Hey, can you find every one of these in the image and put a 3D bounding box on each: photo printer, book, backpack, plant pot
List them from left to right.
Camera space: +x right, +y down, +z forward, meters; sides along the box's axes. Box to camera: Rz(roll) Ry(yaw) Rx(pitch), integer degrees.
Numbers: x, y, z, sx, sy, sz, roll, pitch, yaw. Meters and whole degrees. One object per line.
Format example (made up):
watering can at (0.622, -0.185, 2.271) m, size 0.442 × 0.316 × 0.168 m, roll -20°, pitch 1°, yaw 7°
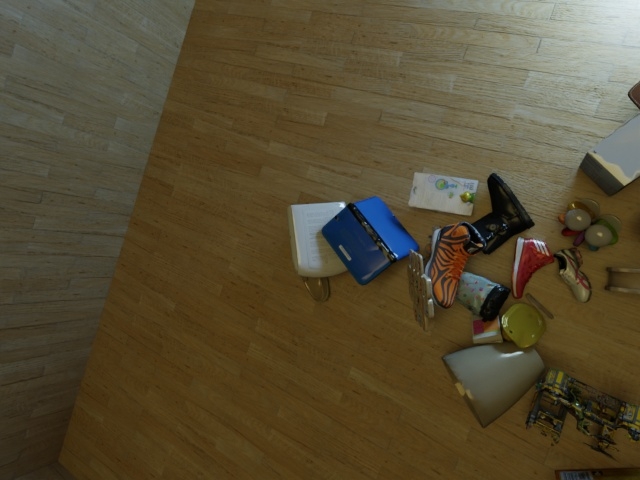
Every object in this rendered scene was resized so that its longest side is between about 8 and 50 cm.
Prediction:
photo printer at (0.000, 0.000, 1.720) m, size 0.256 × 0.107 × 0.307 m, roll -6°, pitch 83°, yaw -15°
backpack at (0.559, 0.186, 1.481) m, size 0.182 × 0.115 × 0.151 m, roll 32°, pitch 87°, yaw 48°
book at (0.587, 0.303, 1.468) m, size 0.096 × 0.144 × 0.035 m, roll -13°, pitch 115°, yaw 25°
plant pot at (0.601, 0.451, 1.409) m, size 0.274 × 0.256 × 0.256 m, roll -29°, pitch 74°, yaw 2°

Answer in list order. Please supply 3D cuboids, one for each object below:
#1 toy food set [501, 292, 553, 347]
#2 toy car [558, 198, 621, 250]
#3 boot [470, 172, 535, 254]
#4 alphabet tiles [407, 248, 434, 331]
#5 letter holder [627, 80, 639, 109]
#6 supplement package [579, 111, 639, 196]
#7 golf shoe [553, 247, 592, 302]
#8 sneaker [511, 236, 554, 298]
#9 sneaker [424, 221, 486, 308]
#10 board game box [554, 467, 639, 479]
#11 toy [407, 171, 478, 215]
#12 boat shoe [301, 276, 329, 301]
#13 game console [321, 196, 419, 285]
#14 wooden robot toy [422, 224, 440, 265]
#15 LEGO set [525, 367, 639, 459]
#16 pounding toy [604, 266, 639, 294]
toy food set at (0.692, 0.290, 1.418) m, size 0.128 × 0.218 × 0.071 m, roll 45°, pitch 145°, yaw 25°
toy car at (0.876, -0.039, 1.365) m, size 0.182 × 0.159 × 0.136 m, roll 46°, pitch 140°, yaw 20°
boot at (0.615, -0.095, 1.502) m, size 0.207 × 0.094 × 0.246 m, roll -34°, pitch 80°, yaw 16°
alphabet tiles at (0.360, 0.177, 1.502) m, size 0.021 × 0.284 × 0.277 m, roll -6°, pitch 97°, yaw -1°
letter holder at (1.122, -0.402, 1.258) m, size 0.214 × 0.152 × 0.301 m, roll -44°, pitch 70°, yaw 18°
supplement package at (0.960, -0.266, 1.293) m, size 0.194 × 0.203 × 0.149 m, roll -41°, pitch 71°, yaw 18°
golf shoe at (0.840, 0.120, 1.387) m, size 0.086 × 0.067 × 0.185 m, roll -11°, pitch 76°, yaw -4°
sneaker at (0.739, 0.100, 1.438) m, size 0.128 × 0.087 × 0.221 m, roll 5°, pitch 90°, yaw 27°
sneaker at (0.471, 0.071, 1.437) m, size 0.180 × 0.125 × 0.320 m, roll -28°, pitch 46°, yaw 52°
board game box at (0.913, 0.897, 1.152) m, size 0.357 × 0.356 × 0.355 m, roll -16°, pitch 80°, yaw 24°
toy at (0.472, -0.177, 1.598) m, size 0.238 × 0.056 × 0.136 m, roll 11°, pitch 88°, yaw 20°
boat shoe at (-0.055, 0.126, 1.800) m, size 0.109 × 0.098 × 0.302 m, roll -24°, pitch 77°, yaw 22°
game console at (0.197, -0.004, 1.650) m, size 0.250 × 0.173 × 0.293 m, roll -42°, pitch 70°, yaw 17°
wooden robot toy at (0.435, 0.026, 1.588) m, size 0.076 × 0.079 × 0.173 m, roll 17°, pitch 94°, yaw 25°
LEGO set at (0.802, 0.563, 1.281) m, size 0.332 × 0.255 × 0.192 m, roll 26°, pitch 70°, yaw 13°
pounding toy at (1.040, 0.099, 1.273) m, size 0.270 × 0.154 × 0.154 m, roll 4°, pitch 88°, yaw 44°
